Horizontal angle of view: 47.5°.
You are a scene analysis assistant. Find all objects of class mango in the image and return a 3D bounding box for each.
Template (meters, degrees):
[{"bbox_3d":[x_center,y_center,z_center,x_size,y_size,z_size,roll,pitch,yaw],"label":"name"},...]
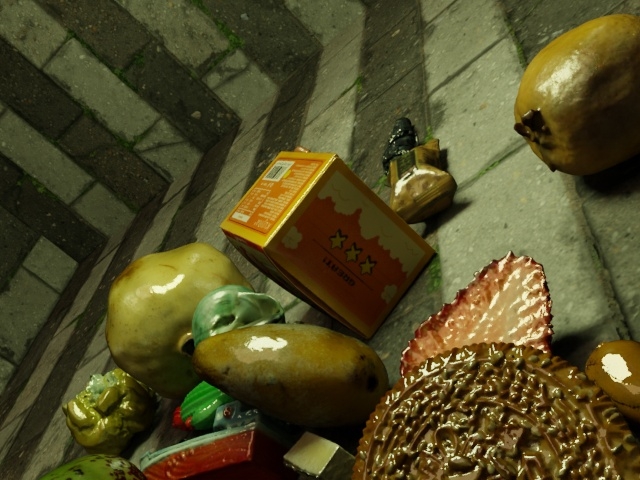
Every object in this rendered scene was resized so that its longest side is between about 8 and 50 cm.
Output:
[{"bbox_3d":[0.316,0.143,0.734,0.077,0.063,0.127,-36,24,6],"label":"mango"},{"bbox_3d":[-0.054,0.193,1.084,0.316,0.193,0.146,9,71,21],"label":"mango"}]

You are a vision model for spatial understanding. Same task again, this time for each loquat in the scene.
[{"bbox_3d":[0.389,-0.203,1.022,0.238,0.193,0.238,-34,17,12],"label":"loquat"}]

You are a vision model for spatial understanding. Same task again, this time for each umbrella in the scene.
[{"bbox_3d":[0.182,-0.223,1.617,0.080,0.071,0.224,-9,29,15],"label":"umbrella"}]

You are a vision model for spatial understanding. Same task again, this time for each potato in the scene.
[{"bbox_3d":[0.011,0.310,0.993,0.061,0.086,0.122,-58,17,-18],"label":"potato"}]

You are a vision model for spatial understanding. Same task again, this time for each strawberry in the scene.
[{"bbox_3d":[0.194,0.159,0.857,0.188,0.106,0.286,21,71,42],"label":"strawberry"}]

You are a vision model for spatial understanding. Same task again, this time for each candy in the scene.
[{"bbox_3d":[0.183,-0.119,1.394,0.143,0.101,0.271,-34,19,16],"label":"candy"}]

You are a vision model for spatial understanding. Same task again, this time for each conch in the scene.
[{"bbox_3d":[-0.138,0.151,1.258,0.176,0.122,0.188,-41,37,9],"label":"conch"}]

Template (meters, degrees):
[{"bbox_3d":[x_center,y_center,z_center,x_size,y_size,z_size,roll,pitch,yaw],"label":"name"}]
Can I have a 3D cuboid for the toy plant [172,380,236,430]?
[{"bbox_3d":[-0.206,0.310,1.406,0.154,0.088,0.240,-40,2,-25],"label":"toy plant"}]

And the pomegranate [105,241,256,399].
[{"bbox_3d":[-0.285,0.169,1.530,0.332,0.332,0.333,-39,23,20],"label":"pomegranate"}]

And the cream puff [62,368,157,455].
[{"bbox_3d":[-0.460,0.388,1.649,0.194,0.195,0.221,-43,10,12],"label":"cream puff"}]

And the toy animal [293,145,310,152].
[{"bbox_3d":[-0.055,-0.066,1.678,0.169,0.195,0.281,15,51,21],"label":"toy animal"}]

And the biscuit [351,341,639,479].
[{"bbox_3d":[0.162,0.242,0.720,0.305,0.038,0.305,-16,56,26],"label":"biscuit"}]

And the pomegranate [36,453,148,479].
[{"bbox_3d":[-0.286,0.397,0.956,0.247,0.214,0.214,10,54,27],"label":"pomegranate"}]

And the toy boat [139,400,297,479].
[{"bbox_3d":[-0.184,0.355,1.186,0.331,0.145,0.133,-28,38,30],"label":"toy boat"}]

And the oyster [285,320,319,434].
[{"bbox_3d":[-0.059,0.222,1.273,0.198,0.092,0.260,-44,24,19],"label":"oyster"}]

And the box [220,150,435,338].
[{"bbox_3d":[0.000,0.000,1.308,0.214,0.259,0.283,-50,21,-8],"label":"box"}]
